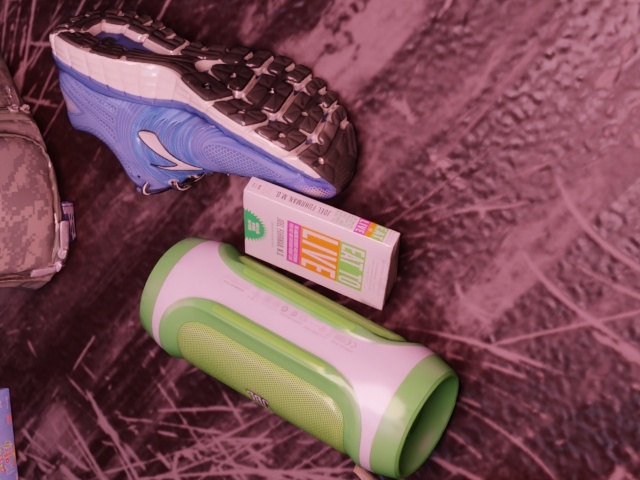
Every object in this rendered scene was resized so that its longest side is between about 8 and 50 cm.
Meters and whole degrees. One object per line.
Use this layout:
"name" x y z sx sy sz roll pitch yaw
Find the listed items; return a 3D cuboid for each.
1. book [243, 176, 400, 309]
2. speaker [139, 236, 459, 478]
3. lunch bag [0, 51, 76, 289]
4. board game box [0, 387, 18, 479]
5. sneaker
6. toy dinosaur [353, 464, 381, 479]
"book" 0.000 0.000 1.020 0.144 0.035 0.096 21 147 13
"speaker" -0.024 0.104 1.046 0.296 0.131 0.131 26 110 25
"lunch bag" -0.430 -0.051 1.166 0.212 0.305 0.256 -32 78 33
"board game box" -0.465 0.258 1.386 0.211 0.039 0.160 -1 97 30
"sneaker" -0.113 -0.110 1.083 0.330 0.130 0.147 24 131 21
"toy dinosaur" 0.139 0.243 0.958 0.268 0.118 0.064 2 109 21
